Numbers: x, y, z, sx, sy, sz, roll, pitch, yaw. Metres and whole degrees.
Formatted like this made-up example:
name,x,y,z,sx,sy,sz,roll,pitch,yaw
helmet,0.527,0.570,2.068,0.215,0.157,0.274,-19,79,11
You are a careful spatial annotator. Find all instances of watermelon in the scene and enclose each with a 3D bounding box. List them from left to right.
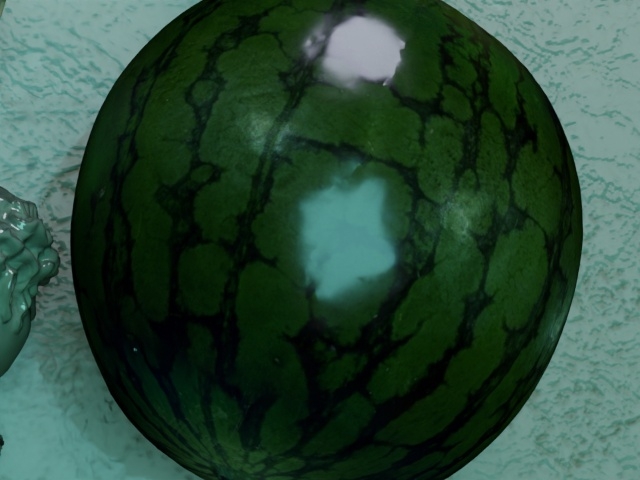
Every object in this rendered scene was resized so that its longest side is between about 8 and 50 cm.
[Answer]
name,x,y,z,sx,sy,sz,roll,pitch,yaw
watermelon,0.000,0.000,1.077,0.363,0.363,0.363,2,83,-15

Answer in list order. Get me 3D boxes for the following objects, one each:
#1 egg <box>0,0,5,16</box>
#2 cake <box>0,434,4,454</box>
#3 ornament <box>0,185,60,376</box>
name,x,y,z,sx,sy,sz,roll,pitch,yaw
egg,-0.336,-0.160,1.071,0.244,0.201,0.201,-32,92,-4
cake,-0.282,0.136,1.123,0.121,0.065,0.052,23,75,-5
ornament,-0.262,0.082,1.057,0.120,0.130,0.285,13,53,10
